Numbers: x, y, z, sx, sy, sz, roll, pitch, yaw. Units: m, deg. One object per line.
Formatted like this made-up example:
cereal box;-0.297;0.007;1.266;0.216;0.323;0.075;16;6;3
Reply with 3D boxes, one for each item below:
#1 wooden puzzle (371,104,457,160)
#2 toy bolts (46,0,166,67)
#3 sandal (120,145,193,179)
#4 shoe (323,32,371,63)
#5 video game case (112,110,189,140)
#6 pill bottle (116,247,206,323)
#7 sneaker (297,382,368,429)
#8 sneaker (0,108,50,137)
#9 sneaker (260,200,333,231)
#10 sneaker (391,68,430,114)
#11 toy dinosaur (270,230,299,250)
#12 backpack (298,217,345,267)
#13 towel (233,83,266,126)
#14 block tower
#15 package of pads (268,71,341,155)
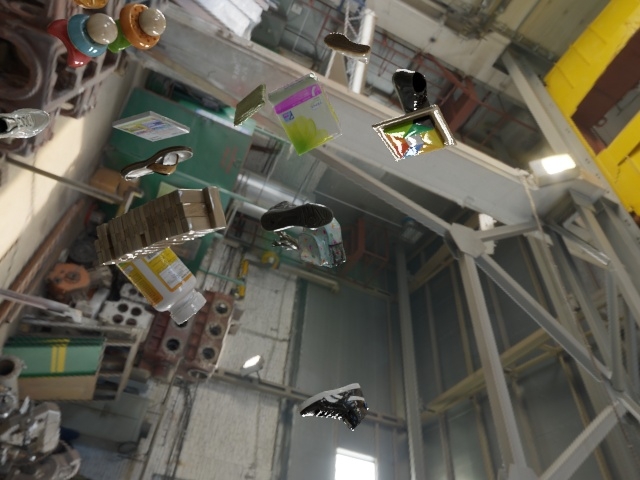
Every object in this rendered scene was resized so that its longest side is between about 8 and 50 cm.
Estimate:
wooden puzzle;0.317;-0.345;1.496;0.221;0.239;0.044;-11;-117;31
toy bolts;-0.481;-0.509;0.996;0.159;0.218;0.228;0;-137;32
sandal;-0.465;-0.211;1.285;0.090;0.220;0.060;85;-16;-82
shoe;0.103;-0.752;1.756;0.076;0.219;0.058;-50;153;-15
video game case;-0.655;-0.441;1.736;0.213;0.193;0.023;-4;-98;29
pill bottle;-0.436;0.108;1.243;0.136;0.245;0.136;-36;-170;8
sneaker;0.049;0.504;1.311;0.121;0.217;0.079;61;-35;31
sneaker;-1.047;-0.394;1.527;0.121;0.099;0.262;4;-153;37
sneaker;-0.072;-0.087;1.439;0.130;0.228;0.087;-80;161;-67
sneaker;0.328;-0.470;1.502;0.083;0.222;0.118;-44;-150;-1
toy dinosaur;-0.130;0.013;1.873;0.118;0.268;0.063;-9;-123;47
backpack;0.000;0.000;1.700;0.166;0.145;0.188;15;-69;49
towel;-0.232;-0.443;1.468;0.148;0.027;0.110;-30;-135;30
block tower;-0.360;-0.027;0.972;0.336;0.097;0.090;-17;-95;32
package of pads;-0.059;-0.548;1.942;0.229;0.296;0.101;-23;-144;9
